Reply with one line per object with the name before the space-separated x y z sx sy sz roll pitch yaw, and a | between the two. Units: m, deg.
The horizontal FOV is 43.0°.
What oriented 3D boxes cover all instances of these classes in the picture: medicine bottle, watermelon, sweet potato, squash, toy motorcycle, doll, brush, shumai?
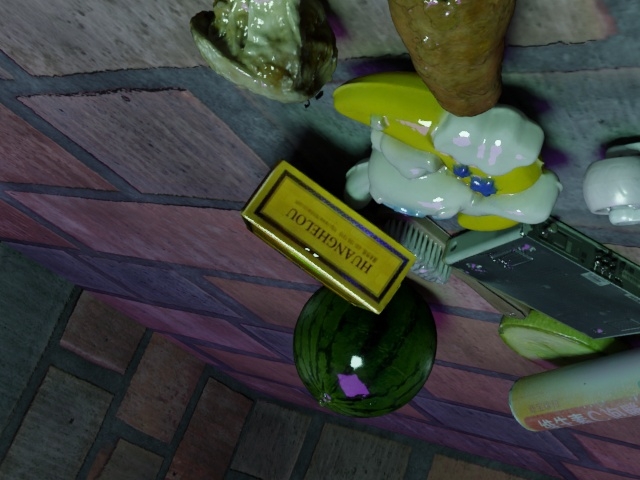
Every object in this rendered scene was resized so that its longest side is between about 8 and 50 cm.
medicine bottle | 0.434 0.203 1.147 0.108 0.108 0.426 27 153 -14
watermelon | 0.072 0.170 1.337 0.242 0.242 0.242 20 161 7
sweet potato | 0.086 -0.198 0.550 0.106 0.095 0.355 -5 150 2
squash | 0.390 0.175 1.307 0.219 0.041 0.219 20 160 7
toy motorcycle | 0.334 -0.061 0.675 0.112 0.113 0.254 30 160 -22
doll | 0.116 -0.076 0.821 0.252 0.111 0.237 13 161 22
brush | 0.194 0.051 1.162 0.327 0.065 0.070 34 155 -33
shumai | -0.040 -0.195 0.696 0.145 0.146 0.116 24 124 -4

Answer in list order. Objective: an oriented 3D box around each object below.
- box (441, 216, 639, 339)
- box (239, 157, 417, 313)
box | 0.315 0.052 1.043 0.270 0.045 0.211 27 159 -16
box | 0.000 0.000 1.037 0.192 0.084 0.301 37 176 -2
